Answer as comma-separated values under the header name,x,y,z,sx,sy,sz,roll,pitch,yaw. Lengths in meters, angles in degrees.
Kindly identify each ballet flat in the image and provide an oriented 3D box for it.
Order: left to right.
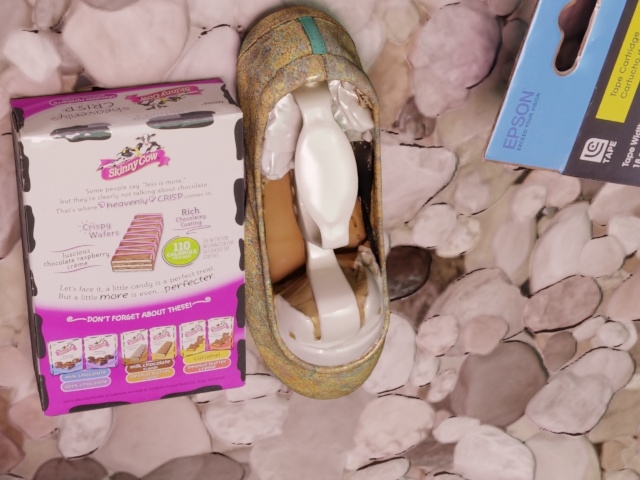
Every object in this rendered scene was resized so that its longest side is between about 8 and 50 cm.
name,x,y,z,sx,sy,sz,roll,pitch,yaw
ballet flat,0.000,0.000,1.151,0.123,0.123,0.348,-13,121,-13

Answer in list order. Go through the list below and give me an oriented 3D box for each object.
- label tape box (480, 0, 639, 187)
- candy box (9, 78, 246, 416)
name,x,y,z,sx,sy,sz,roll,pitch,yaw
label tape box,0.286,-0.161,1.168,0.334,0.106,0.240,8,114,-22
candy box,-0.139,0.006,1.131,0.159,0.071,0.233,-7,120,-15
